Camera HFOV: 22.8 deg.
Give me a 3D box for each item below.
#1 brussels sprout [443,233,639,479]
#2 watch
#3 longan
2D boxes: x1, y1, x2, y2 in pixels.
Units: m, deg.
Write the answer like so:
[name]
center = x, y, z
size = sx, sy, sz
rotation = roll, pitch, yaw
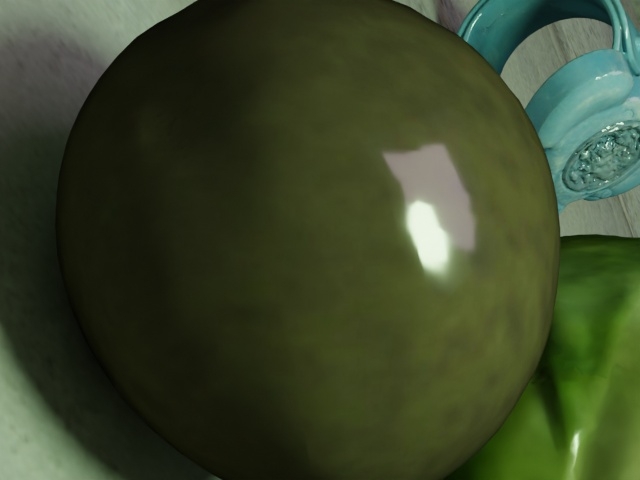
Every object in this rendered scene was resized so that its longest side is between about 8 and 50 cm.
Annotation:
[brussels sprout]
center = 0.156, 0.164, 0.827
size = 0.371, 0.275, 0.315
rotation = -81, -177, -47
[watch]
center = 0.205, -0.138, 1.430
size = 0.211, 0.211, 0.193
rotation = 35, 23, -55
[longan]
center = 0.000, 0.000, 0.701
size = 0.248, 0.248, 0.248
rotation = 51, 26, -37
